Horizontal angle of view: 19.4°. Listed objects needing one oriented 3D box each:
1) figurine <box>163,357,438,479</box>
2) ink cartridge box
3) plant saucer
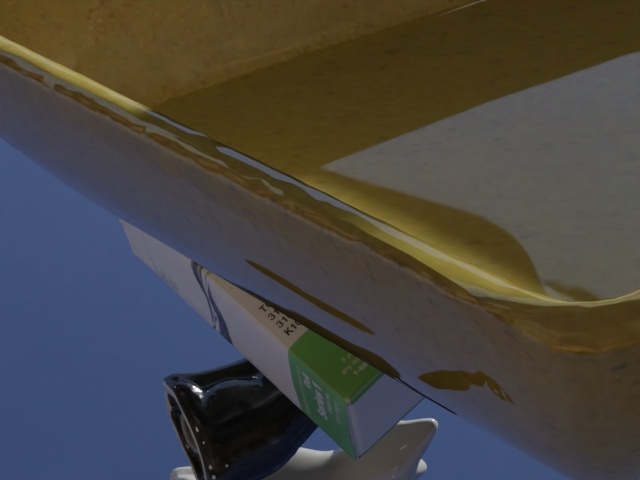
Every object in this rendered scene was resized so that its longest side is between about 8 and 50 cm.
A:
[{"bbox_3d":[-0.002,0.150,1.398,0.209,0.215,0.092,-19,-124,-16],"label":"figurine"},{"bbox_3d":[0.000,0.000,1.162,0.160,0.092,0.219,-42,-116,-16],"label":"ink cartridge box"},{"bbox_3d":[0.085,-0.050,0.518,0.333,0.333,0.081,28,-49,50],"label":"plant saucer"}]
